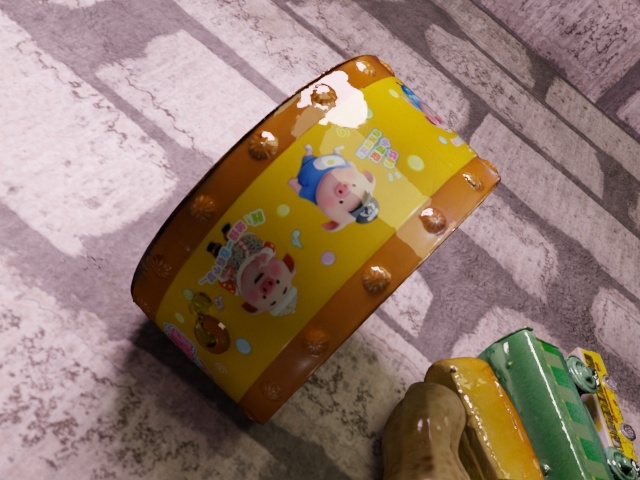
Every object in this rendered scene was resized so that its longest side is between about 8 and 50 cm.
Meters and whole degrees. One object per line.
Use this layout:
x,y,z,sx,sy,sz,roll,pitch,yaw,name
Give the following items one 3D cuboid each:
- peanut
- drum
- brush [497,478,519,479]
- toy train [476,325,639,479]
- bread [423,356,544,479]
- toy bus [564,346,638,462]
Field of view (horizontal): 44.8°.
0.140,0.289,1.003,0.125,0.111,0.275,20,39,-2,peanut
0.000,0.000,0.929,0.214,0.431,0.431,45,36,6,drum
0.241,0.427,0.962,0.103,0.047,0.234,30,65,-21,brush
0.365,0.287,1.195,0.202,0.120,0.301,23,40,-36,toy train
0.234,0.282,1.117,0.094,0.102,0.246,2,49,-33,bread
0.473,0.292,1.334,0.074,0.081,0.226,24,39,-20,toy bus
